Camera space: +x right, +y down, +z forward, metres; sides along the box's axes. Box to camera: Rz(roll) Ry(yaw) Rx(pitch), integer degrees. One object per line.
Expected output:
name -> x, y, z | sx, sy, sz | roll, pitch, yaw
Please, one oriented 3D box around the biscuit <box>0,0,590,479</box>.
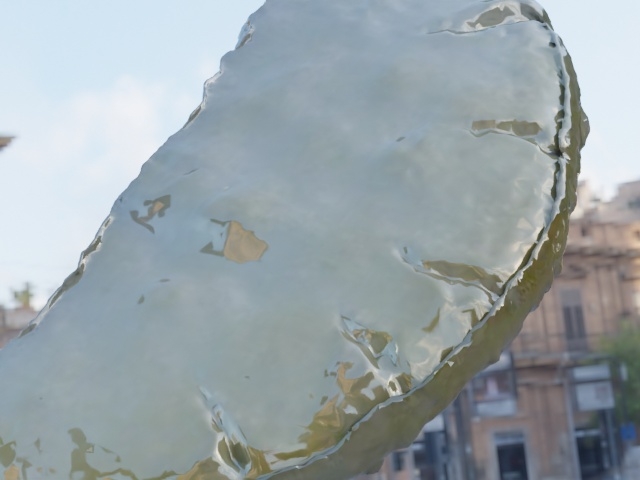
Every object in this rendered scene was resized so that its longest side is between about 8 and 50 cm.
biscuit -> 0.000, -0.001, 0.399 | 0.141, 0.290, 0.038 | 19, -33, 29
